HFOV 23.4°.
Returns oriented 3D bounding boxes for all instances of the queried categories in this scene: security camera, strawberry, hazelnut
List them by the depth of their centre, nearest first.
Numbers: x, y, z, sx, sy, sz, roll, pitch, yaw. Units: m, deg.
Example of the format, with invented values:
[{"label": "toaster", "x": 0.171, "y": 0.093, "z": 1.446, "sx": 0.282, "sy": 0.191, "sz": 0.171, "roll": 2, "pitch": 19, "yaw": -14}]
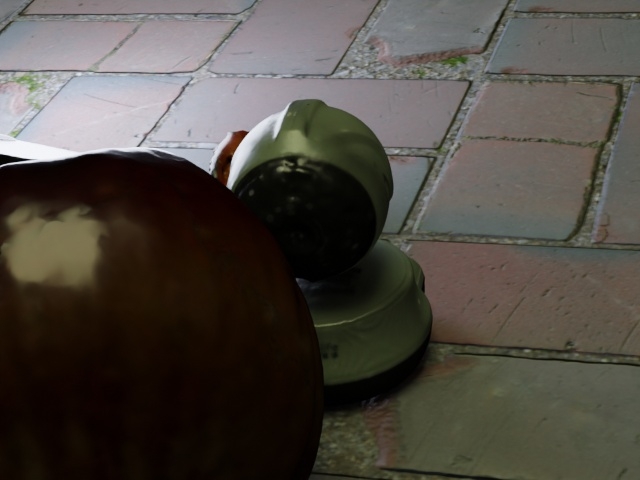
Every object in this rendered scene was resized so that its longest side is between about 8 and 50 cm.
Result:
[{"label": "hazelnut", "x": -0.218, "y": 0.117, "z": 1.277, "sx": 0.429, "sy": 0.402, "sz": 0.402, "roll": -13, "pitch": 31, "yaw": -10}, {"label": "security camera", "x": 0.000, "y": 0.000, "z": 1.473, "sx": 0.197, "sy": 0.277, "sz": 0.191, "roll": 0, "pitch": 31, "yaw": 13}, {"label": "strawberry", "x": -0.063, "y": -0.065, "z": 1.785, "sx": 0.140, "sy": 0.085, "sz": 0.192, "roll": -4, "pitch": 36, "yaw": -8}]

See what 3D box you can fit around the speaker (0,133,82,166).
[{"label": "speaker", "x": -0.341, "y": -0.015, "z": 1.610, "sx": 0.254, "sy": 0.184, "sz": 0.232, "roll": 12, "pitch": 6, "yaw": 31}]
